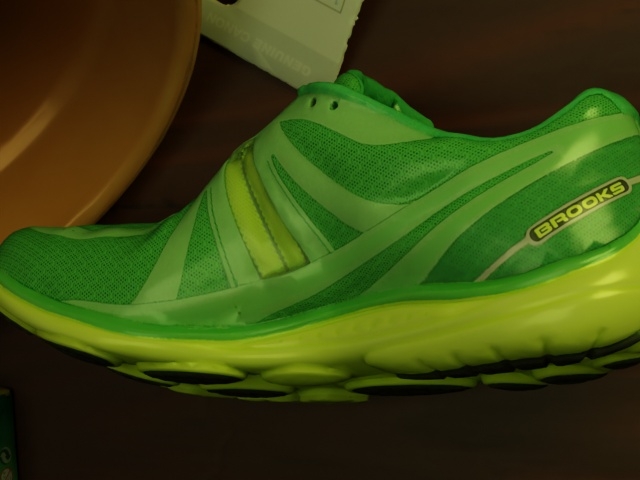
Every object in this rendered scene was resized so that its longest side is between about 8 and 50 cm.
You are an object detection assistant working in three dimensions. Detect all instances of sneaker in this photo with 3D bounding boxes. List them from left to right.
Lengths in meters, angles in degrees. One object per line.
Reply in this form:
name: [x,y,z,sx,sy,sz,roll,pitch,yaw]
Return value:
sneaker: [0.000,0.000,0.620,0.295,0.109,0.124,-4,73,25]

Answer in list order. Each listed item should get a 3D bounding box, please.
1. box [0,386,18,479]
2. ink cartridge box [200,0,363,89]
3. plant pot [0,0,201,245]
box: [-0.232,0.124,0.759,0.179,0.043,0.105,-3,92,27]
ink cartridge box: [-0.026,-0.204,0.643,0.189,0.066,0.232,31,127,19]
plant pot: [-0.220,-0.110,0.621,0.291,0.291,0.203,-46,59,21]
